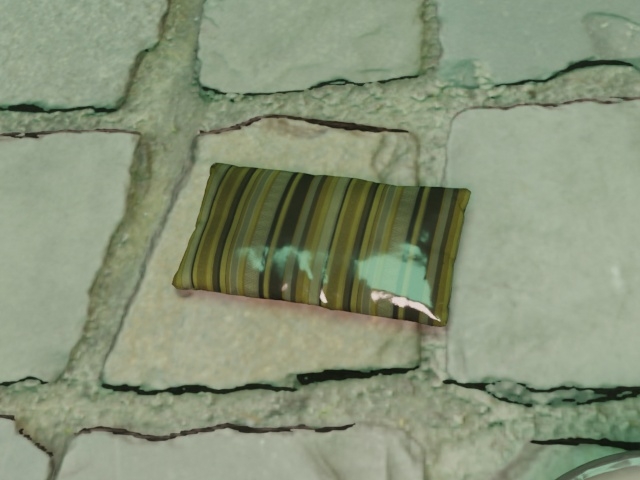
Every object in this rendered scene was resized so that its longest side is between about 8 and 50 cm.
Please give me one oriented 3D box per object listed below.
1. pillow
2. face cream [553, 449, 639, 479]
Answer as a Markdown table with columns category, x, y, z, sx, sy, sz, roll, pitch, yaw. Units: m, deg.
| category | x | y | z | sx | sy | sz | roll | pitch | yaw |
| --- | --- | --- | --- | --- | --- | --- | --- | --- | --- |
| pillow | 0.000 | 0.000 | 0.626 | 0.204 | 0.038 | 0.113 | 8 | 63 | 15 |
| face cream | 0.160 | 0.204 | 0.404 | 0.177 | 0.153 | 0.177 | -4 | 59 | 7 |
